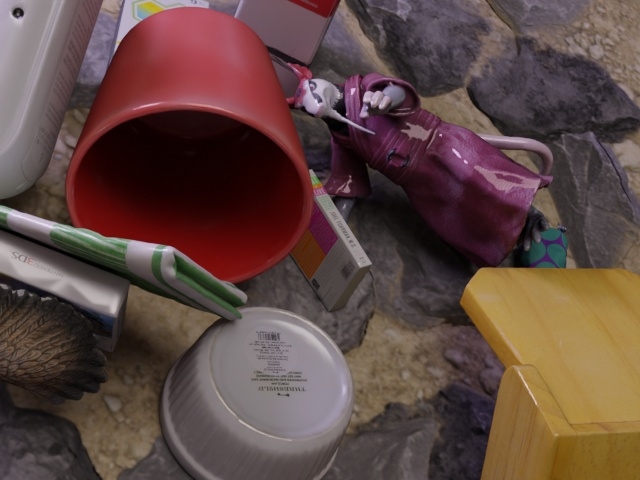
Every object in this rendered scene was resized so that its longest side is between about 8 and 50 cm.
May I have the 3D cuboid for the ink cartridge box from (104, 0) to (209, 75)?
[{"bbox_3d":[-0.206,-0.271,1.851,0.109,0.062,0.209,16,49,-13],"label":"ink cartridge box"}]

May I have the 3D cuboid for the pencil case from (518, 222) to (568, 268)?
[{"bbox_3d":[0.291,0.054,1.840,0.070,0.064,0.152,19,49,-18],"label":"pencil case"}]

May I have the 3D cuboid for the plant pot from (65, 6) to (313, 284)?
[{"bbox_3d":[-0.147,-0.123,1.648,0.275,0.275,0.243,14,41,-16],"label":"plant pot"}]

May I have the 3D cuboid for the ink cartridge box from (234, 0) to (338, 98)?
[{"bbox_3d":[-0.034,-0.308,1.825,0.114,0.273,0.197,24,48,-3],"label":"ink cartridge box"}]

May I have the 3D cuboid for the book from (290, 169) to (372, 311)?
[{"bbox_3d":[0.000,0.000,1.719,0.035,0.096,0.144,-15,63,-34],"label":"book"}]

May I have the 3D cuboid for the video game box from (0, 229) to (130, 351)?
[{"bbox_3d":[-0.298,0.043,1.470,0.205,0.187,0.048,22,75,-4],"label":"video game box"}]

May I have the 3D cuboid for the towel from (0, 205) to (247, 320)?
[{"bbox_3d":[-0.253,-0.001,1.463,0.324,0.248,0.038,18,83,18],"label":"towel"}]

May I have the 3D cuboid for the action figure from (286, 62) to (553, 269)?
[{"bbox_3d":[0.120,-0.125,1.774,0.370,0.248,0.276,34,47,-2],"label":"action figure"}]

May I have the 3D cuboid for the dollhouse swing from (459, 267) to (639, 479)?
[{"bbox_3d":[0.321,0.230,1.687,0.346,0.315,0.305,0,20,-26],"label":"dollhouse swing"}]

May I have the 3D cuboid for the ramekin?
[{"bbox_3d":[-0.061,0.169,1.551,0.207,0.109,0.207,13,51,-16],"label":"ramekin"}]

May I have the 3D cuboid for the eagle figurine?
[{"bbox_3d":[-0.382,0.120,1.385,0.298,0.226,0.225,33,27,8],"label":"eagle figurine"}]

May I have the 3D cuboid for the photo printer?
[{"bbox_3d":[-0.320,-0.195,1.542,0.107,0.256,0.308,18,85,-3],"label":"photo printer"}]
